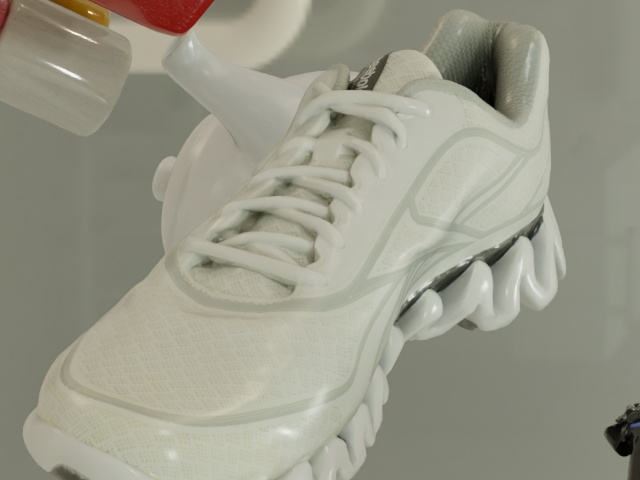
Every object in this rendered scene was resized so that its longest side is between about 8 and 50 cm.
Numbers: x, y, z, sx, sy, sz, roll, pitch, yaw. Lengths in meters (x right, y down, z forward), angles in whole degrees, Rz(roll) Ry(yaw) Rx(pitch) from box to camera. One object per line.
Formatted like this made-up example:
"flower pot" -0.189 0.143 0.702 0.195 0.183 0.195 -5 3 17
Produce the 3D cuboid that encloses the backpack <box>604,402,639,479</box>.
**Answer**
"backpack" 0.177 0.107 0.682 0.114 0.105 0.084 9 84 -36

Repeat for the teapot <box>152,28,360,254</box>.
"teapot" -0.031 -0.012 1.315 0.252 0.187 0.256 -20 126 -71

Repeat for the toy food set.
"toy food set" -0.084 -0.128 0.618 0.232 0.104 0.111 -44 -149 43

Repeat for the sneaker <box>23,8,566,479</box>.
"sneaker" 0.000 0.000 0.655 0.292 0.110 0.118 -37 141 -52
